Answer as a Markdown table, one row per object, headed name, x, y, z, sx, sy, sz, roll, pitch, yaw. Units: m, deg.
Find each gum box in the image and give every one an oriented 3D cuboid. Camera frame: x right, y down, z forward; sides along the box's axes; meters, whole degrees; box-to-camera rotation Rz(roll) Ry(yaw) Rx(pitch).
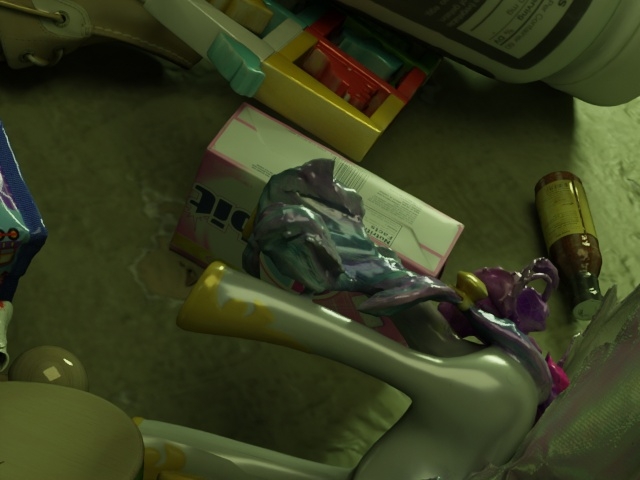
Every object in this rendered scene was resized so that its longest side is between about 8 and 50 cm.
| name | x | y | z | sx | sy | sz | roll | pitch | yaw |
| --- | --- | --- | --- | --- | --- | --- | --- | --- | --- |
| gum box | 0.000 | 0.000 | 1.211 | 0.188 | 0.107 | 0.062 | 30 | 45 | 4 |

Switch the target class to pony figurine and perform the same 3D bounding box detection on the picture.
| name | x | y | z | sx | sy | sz | roll | pitch | yaw |
| --- | --- | --- | --- | --- | --- | --- | --- | --- | --- |
| pony figurine | 0.091 | 0.111 | 1.038 | 0.363 | 0.303 | 0.351 | 31 | 90 | 3 |

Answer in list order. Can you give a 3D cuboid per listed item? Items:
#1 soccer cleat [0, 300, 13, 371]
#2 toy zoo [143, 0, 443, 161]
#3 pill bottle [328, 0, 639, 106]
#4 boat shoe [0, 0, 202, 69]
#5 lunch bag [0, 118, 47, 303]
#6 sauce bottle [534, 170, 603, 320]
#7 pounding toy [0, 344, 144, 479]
| name | x | y | z | sx | sy | sz | roll | pitch | yaw |
| --- | --- | --- | --- | --- | --- | --- | --- | --- | --- |
| soccer cleat | -0.202 | 0.064 | 1.055 | 0.036 | 0.029 | 0.083 | 13 | 29 | 13 |
| toy zoo | -0.017 | -0.151 | 1.308 | 0.192 | 0.030 | 0.293 | 36 | 24 | 0 |
| pill bottle | 0.121 | -0.247 | 1.378 | 0.361 | 0.204 | 0.204 | 22 | 42 | -29 |
| boat shoe | -0.223 | -0.176 | 1.287 | 0.302 | 0.098 | 0.109 | 19 | -1 | -27 |
| lunch bag | -0.327 | -0.082 | 1.092 | 0.221 | 0.138 | 0.293 | -7 | 63 | -28 |
| sauce bottle | 0.194 | 0.004 | 1.338 | 0.042 | 0.042 | 0.128 | 9 | 47 | -16 |
| pounding toy | -0.196 | 0.160 | 1.005 | 0.183 | 0.110 | 0.237 | -8 | 24 | -16 |
